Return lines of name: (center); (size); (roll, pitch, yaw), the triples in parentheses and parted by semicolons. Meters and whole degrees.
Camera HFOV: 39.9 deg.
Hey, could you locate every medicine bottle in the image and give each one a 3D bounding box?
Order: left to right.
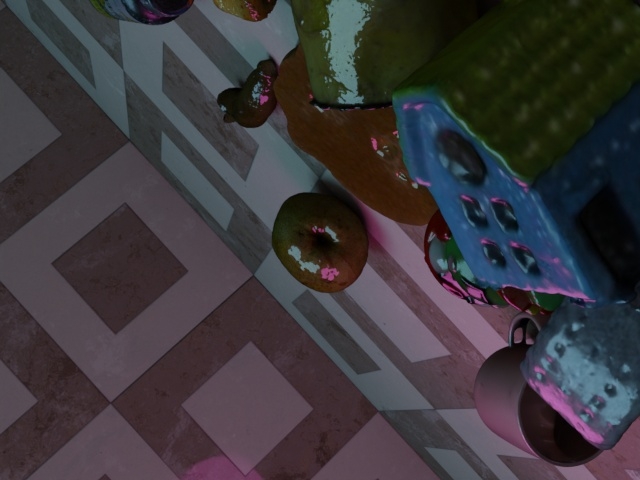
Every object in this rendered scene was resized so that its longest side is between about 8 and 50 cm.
medicine bottle: (-0.342, -0.487, 1.687); (0.293, 0.141, 0.141); (25, 153, 54)

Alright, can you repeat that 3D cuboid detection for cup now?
cup: (0.372, 0.242, 1.520); (0.200, 0.192, 0.252); (180, 79, -74)

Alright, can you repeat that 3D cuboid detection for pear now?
pear: (0.000, 0.000, 1.867); (0.228, 0.188, 0.211); (50, 167, -1)

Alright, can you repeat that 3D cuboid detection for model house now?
model house: (0.227, -0.117, 0.892); (0.303, 0.237, 0.215); (54, 162, -17)

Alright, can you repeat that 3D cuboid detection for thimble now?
thimble: (0.379, 0.137, 1.132); (0.157, 0.217, 0.245); (41, 150, 21)

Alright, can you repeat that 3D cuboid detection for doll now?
doll: (0.246, 0.013, 1.290); (0.183, 0.160, 0.363); (36, 171, -17)

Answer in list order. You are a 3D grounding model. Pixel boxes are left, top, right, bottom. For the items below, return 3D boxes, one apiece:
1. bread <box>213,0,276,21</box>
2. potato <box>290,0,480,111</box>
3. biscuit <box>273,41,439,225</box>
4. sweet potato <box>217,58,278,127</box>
bread: (-0.138, -0.441, 1.357); (0.114, 0.083, 0.211); (31, 158, 33)
potato: (0.063, -0.297, 1.001); (0.229, 0.229, 0.266); (28, 140, 51)
biscuit: (0.087, -0.171, 1.397); (0.365, 0.062, 0.385); (37, 160, 2)
sweet potato: (-0.142, -0.284, 1.753); (0.112, 0.085, 0.286); (53, 164, -3)
